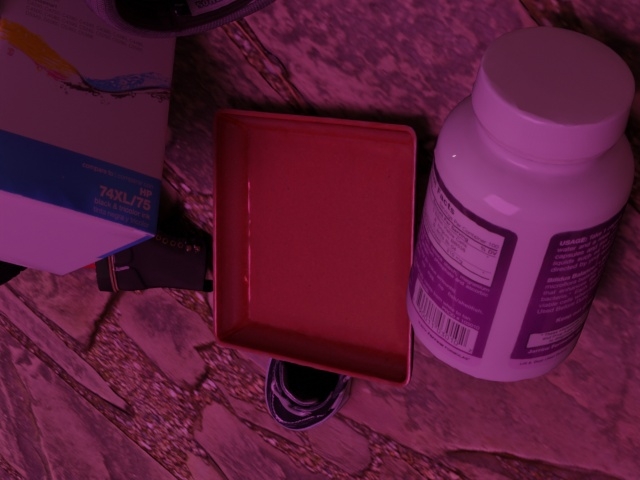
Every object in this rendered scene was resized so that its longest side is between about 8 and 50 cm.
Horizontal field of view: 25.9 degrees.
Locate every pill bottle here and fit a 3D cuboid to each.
[{"bbox_3d":[0.175,-0.030,1.205,0.169,0.169,0.301,29,140,19],"label":"pill bottle"}]

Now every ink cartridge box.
[{"bbox_3d":[-0.283,-0.132,1.397,0.197,0.270,0.198,17,158,-34],"label":"ink cartridge box"}]

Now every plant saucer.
[{"bbox_3d":[0.000,0.000,1.421,0.258,0.048,0.259,9,103,37],"label":"plant saucer"}]

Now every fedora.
[{"bbox_3d":[-0.103,-0.291,1.212,0.124,0.244,0.275,70,154,14],"label":"fedora"}]

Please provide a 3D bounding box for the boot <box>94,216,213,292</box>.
[{"bbox_3d":[-0.192,-0.021,1.617,0.137,0.076,0.198,3,134,2],"label":"boot"}]

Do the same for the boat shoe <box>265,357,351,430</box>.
[{"bbox_3d":[-0.011,0.152,1.593,0.108,0.102,0.301,41,142,4],"label":"boat shoe"}]

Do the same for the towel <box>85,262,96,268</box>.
[{"bbox_3d":[-0.294,-0.073,1.702,0.199,0.031,0.274,4,127,41],"label":"towel"}]

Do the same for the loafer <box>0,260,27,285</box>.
[{"bbox_3d":[-0.431,-0.063,1.717,0.130,0.134,0.366,46,155,14],"label":"loafer"}]
